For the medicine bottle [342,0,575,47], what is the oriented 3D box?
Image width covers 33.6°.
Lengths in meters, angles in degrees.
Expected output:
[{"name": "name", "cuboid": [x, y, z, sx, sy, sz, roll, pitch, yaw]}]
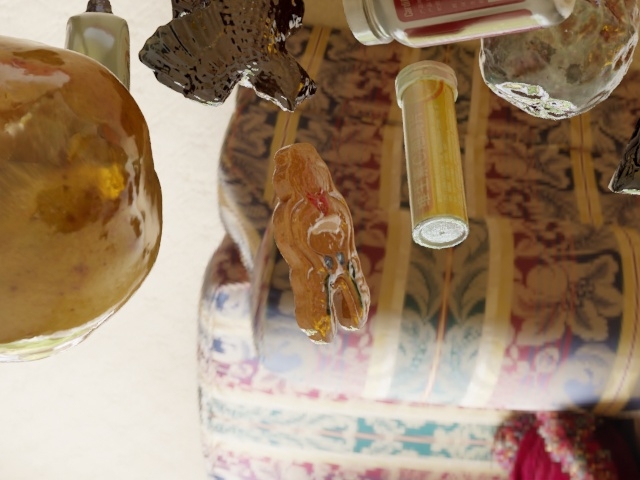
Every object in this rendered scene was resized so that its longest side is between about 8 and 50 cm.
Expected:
[{"name": "medicine bottle", "cuboid": [0.159, -0.295, 1.221, 0.250, 0.131, 0.131, -3, 130, 31]}]

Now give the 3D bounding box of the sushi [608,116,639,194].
[{"name": "sushi", "cuboid": [0.511, -0.092, 1.380, 0.172, 0.150, 0.153, 15, 107, -19]}]

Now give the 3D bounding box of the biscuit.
[{"name": "biscuit", "cuboid": [0.000, 0.000, 1.763, 0.047, 0.202, 0.333, -15, 87, 34]}]

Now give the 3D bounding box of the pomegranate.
[{"name": "pomegranate", "cuboid": [-0.276, -0.040, 0.922, 0.307, 0.307, 0.307, 5, 130, 6]}]

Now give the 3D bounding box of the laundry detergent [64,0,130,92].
[{"name": "laundry detergent", "cuboid": [-0.345, -0.248, 1.628, 0.105, 0.280, 0.215, -1, 145, -11]}]

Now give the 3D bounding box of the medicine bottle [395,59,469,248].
[{"name": "medicine bottle", "cuboid": [0.127, -0.098, 1.187, 0.074, 0.218, 0.074, -1, 146, -1]}]

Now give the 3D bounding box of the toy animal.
[{"name": "toy animal", "cuboid": [-0.076, -0.215, 1.082, 0.179, 0.218, 0.116, 42, 149, 4]}]

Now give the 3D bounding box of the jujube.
[{"name": "jujube", "cuboid": [0.382, -0.333, 1.694, 0.247, 0.308, 0.215, 9, 140, 6]}]
